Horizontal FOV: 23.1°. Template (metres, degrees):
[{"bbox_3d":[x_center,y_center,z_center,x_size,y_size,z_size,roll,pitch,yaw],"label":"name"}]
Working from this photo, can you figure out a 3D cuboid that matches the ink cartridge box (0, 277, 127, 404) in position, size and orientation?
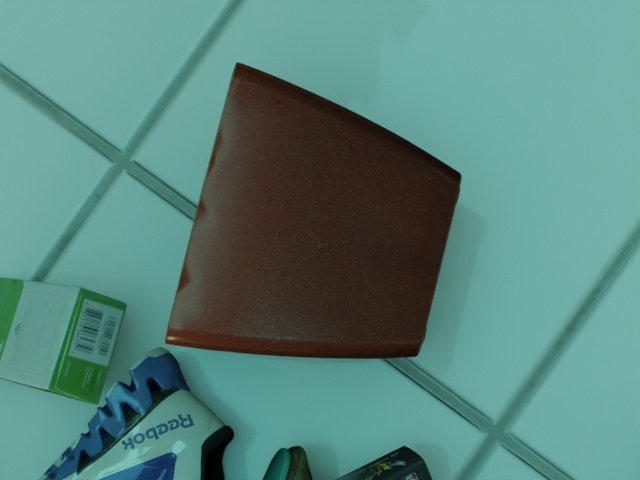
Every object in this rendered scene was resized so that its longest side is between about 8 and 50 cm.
[{"bbox_3d":[-0.291,0.102,1.648,0.209,0.062,0.109,3,75,54],"label":"ink cartridge box"}]

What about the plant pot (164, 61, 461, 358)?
[{"bbox_3d":[0.000,0.000,1.548,0.235,0.267,0.267,14,86,0],"label":"plant pot"}]

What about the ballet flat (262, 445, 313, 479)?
[{"bbox_3d":[-0.058,0.379,1.586,0.124,0.116,0.342,26,89,-8],"label":"ballet flat"}]

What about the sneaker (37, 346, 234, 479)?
[{"bbox_3d":[-0.195,0.285,1.604,0.182,0.127,0.315,36,89,14],"label":"sneaker"}]

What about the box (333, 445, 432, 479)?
[{"bbox_3d":[0.021,0.332,1.524,0.231,0.056,0.183,-23,106,-13],"label":"box"}]
